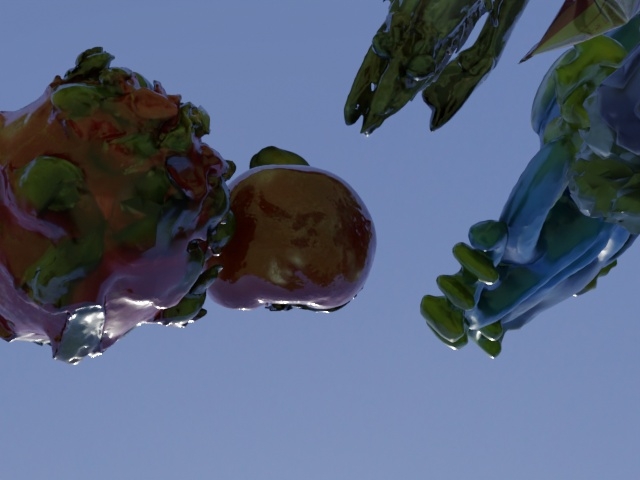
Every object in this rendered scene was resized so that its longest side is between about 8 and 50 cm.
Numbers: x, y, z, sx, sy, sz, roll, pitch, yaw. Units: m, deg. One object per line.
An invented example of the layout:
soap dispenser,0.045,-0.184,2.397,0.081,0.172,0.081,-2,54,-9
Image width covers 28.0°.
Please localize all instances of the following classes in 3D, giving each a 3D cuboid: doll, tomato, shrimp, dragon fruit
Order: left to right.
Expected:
dragon fruit,-0.206,-0.018,1.146,0.237,0.303,0.231,-18,-125,-44
tomato,-0.034,-0.001,1.277,0.187,0.187,0.151,7,-88,1
shrimp,0.131,-0.207,1.148,0.085,0.247,0.360,25,-120,22
doll,0.181,-0.051,0.854,0.346,0.341,0.099,-29,-113,-36

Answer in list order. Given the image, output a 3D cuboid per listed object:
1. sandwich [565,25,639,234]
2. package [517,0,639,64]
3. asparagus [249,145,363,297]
sandwich,0.221,-0.019,0.355,0.262,0.131,0.325,-11,-131,-31
package,0.128,-0.108,0.575,0.059,0.083,0.029,-31,-97,-45
asparagus,0.001,-0.001,1.694,0.085,0.343,0.082,8,-121,30
